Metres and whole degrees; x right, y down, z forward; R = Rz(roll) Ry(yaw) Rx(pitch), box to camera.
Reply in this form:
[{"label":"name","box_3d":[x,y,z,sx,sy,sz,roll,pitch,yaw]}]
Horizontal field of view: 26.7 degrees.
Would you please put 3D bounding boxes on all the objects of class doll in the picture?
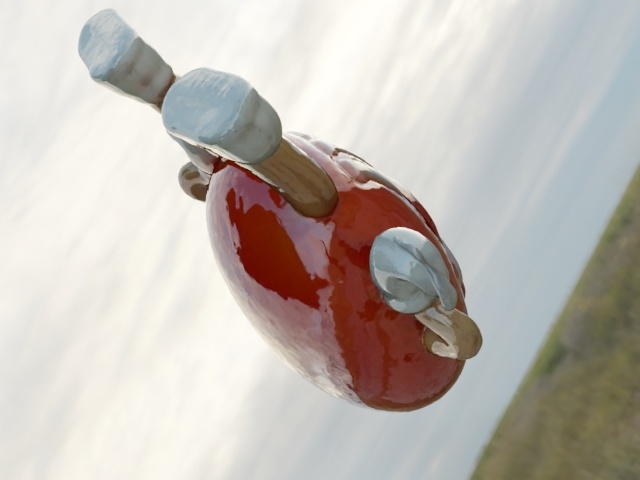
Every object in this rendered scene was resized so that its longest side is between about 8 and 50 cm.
[{"label":"doll","box_3d":[0.000,0.000,0.541,0.085,0.183,0.217,-45,-56,-9]}]
